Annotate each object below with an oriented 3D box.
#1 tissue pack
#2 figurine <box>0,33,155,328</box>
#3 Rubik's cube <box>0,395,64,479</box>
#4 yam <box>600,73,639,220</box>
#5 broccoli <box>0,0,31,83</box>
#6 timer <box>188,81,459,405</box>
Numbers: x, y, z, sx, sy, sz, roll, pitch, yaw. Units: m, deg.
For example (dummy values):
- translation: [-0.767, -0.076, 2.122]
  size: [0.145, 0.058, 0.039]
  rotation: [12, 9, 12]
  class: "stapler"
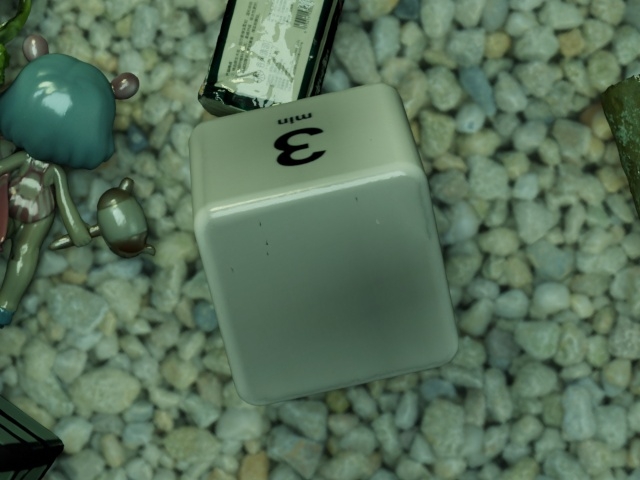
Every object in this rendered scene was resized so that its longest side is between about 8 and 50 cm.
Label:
- translation: [-0.039, -0.186, 1.768]
  size: [0.103, 0.090, 0.170]
  rotation: [16, 84, 3]
  class: "tissue pack"
- translation: [-0.243, -0.040, 1.757]
  size: [0.205, 0.103, 0.260]
  rotation: [25, 96, 6]
  class: "figurine"
- translation: [-0.423, 0.208, 1.649]
  size: [0.283, 0.293, 0.288]
  rotation: [35, 85, 2]
  class: "Rubik's cube"
- translation: [0.326, -0.056, 1.735]
  size: [0.107, 0.107, 0.194]
  rotation: [-16, 85, 1]
  class: "yam"
- translation: [-0.376, -0.224, 1.767]
  size: [0.254, 0.186, 0.302]
  rotation: [13, 43, 7]
  class: "broccoli"
- translation: [0.000, 0.000, 1.665]
  size: [0.192, 0.195, 0.194]
  rotation: [-12, 117, 1]
  class: "timer"
